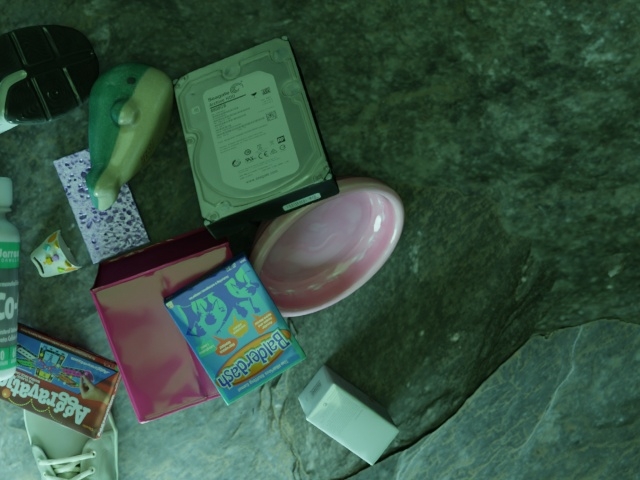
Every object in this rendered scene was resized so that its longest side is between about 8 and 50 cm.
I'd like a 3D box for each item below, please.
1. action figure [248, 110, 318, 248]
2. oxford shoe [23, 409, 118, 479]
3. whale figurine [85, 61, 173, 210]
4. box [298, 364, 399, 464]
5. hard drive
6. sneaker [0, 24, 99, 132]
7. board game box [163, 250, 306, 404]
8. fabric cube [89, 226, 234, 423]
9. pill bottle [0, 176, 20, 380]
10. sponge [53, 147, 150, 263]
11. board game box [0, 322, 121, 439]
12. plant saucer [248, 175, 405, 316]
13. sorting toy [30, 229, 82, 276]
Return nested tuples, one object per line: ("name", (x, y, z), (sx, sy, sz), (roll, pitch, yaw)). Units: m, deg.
("action figure", (-0.079, -0.113, 1.754), (0.164, 0.141, 0.276), (2, 97, -31))
("oxford shoe", (-0.473, 0.449, 1.803), (0.169, 0.130, 0.449), (-9, 98, -2))
("whale figurine", (-0.365, -0.194, 1.662), (0.141, 0.216, 0.272), (22, 72, 1))
("box", (0.054, 0.346, 1.861), (0.170, 0.130, 0.091), (37, 92, -12))
("hard drive", (-0.122, -0.189, 1.650), (0.236, 0.064, 0.339), (-20, 58, 6))
("sneaker", (-0.616, -0.247, 1.625), (0.447, 0.257, 0.169), (-40, 119, -41))
("board game box", (-0.144, 0.149, 1.583), (0.160, 0.047, 0.210), (-31, 103, -3))
("fabric cube", (-0.255, 0.141, 1.716), (0.259, 0.254, 0.258), (-19, 103, -5))
("pill bottle", (-0.643, 0.066, 1.660), (0.204, 0.204, 0.361), (2, 91, -9))
("sponge", (-0.413, -0.073, 1.769), (0.117, 0.031, 0.210), (-20, 102, -5))
("board game box", (-0.516, 0.254, 1.751), (0.281, 0.027, 0.145), (19, 90, 12))
("plant saucer", (0.000, 0.000, 1.742), (0.332, 0.084, 0.332), (-24, 144, -19))
("sorting toy", (-0.511, 0.035, 1.774), (0.075, 0.045, 0.083), (-25, 103, 16))
